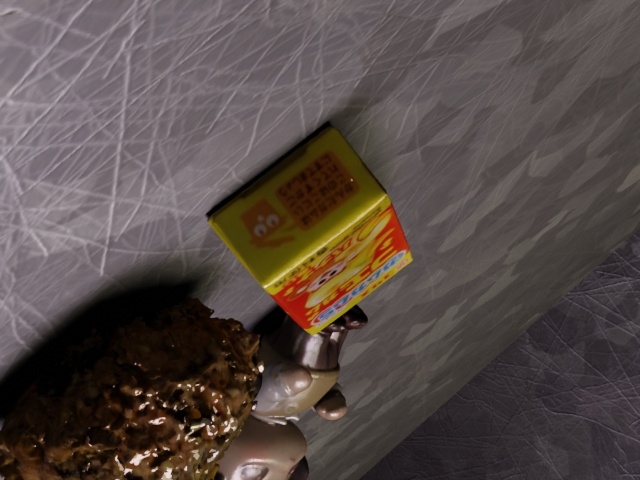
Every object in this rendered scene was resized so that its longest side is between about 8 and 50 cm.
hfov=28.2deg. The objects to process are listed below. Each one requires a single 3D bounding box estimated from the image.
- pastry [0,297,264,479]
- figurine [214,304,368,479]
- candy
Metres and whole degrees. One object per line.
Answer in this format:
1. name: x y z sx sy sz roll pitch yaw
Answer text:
1. pastry: -0.162 0.181 1.191 0.275 0.193 0.275 -35 162 -13
2. figurine: -0.058 0.238 1.543 0.365 0.206 0.218 -45 176 19
3. candy: 0.000 0.000 1.224 0.146 0.088 0.276 -38 165 -3
